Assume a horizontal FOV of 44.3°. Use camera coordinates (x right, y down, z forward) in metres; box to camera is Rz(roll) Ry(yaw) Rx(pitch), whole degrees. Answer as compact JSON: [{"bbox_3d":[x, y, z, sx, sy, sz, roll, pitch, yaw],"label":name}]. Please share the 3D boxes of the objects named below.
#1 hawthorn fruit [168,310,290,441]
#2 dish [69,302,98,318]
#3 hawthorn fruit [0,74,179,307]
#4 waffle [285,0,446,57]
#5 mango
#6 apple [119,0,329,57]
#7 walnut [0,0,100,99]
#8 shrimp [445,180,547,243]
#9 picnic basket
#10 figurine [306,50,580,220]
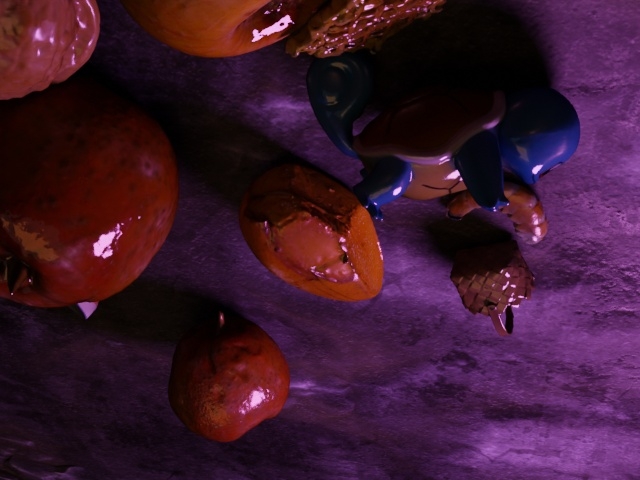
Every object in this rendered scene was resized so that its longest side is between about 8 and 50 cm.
[{"bbox_3d":[-0.215,0.281,1.758,0.277,0.277,0.298,2,120,13],"label":"hawthorn fruit"},{"bbox_3d":[-0.531,0.021,1.630,0.273,0.134,0.273,38,157,19],"label":"dish"},{"bbox_3d":[-0.437,-0.062,1.305,0.403,0.402,0.402,7,140,6],"label":"hawthorn fruit"},{"bbox_3d":[0.086,-0.306,1.018,0.254,0.245,0.052,-25,89,42],"label":"waffle"},{"bbox_3d":[0.000,0.000,1.436,0.199,0.201,0.350,27,168,46],"label":"mango"},{"bbox_3d":[-0.122,-0.372,0.939,0.299,0.299,0.275,-30,80,40],"label":"apple"},{"bbox_3d":[-0.435,-0.326,1.112,0.257,0.224,0.257,1,140,1],"label":"walnut"},{"bbox_3d":[0.312,-0.039,1.396,0.166,0.049,0.161,-13,132,30],"label":"shrimp"},{"bbox_3d":[0.335,0.097,1.483,0.138,0.128,0.178,-11,118,30],"label":"picnic basket"},{"bbox_3d":[0.169,-0.143,1.202,0.417,0.298,0.242,13,96,6],"label":"figurine"}]
